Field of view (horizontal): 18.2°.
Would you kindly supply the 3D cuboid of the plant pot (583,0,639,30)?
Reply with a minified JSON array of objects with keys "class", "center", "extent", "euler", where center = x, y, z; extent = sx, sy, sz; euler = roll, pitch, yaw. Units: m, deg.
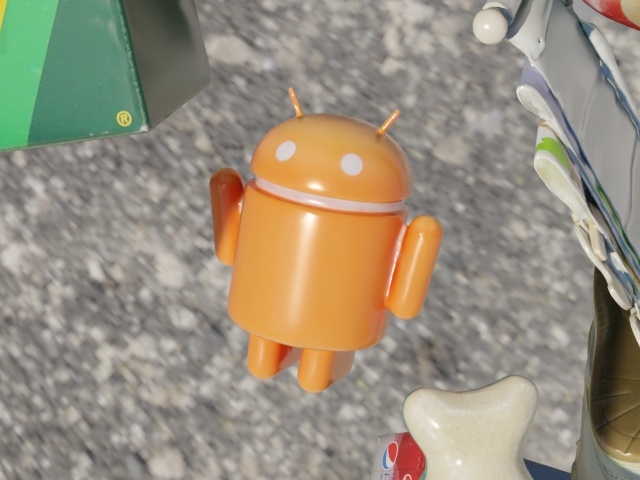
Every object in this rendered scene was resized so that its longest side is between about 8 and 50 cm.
[{"class":"plant pot","center":[0.154,-0.163,0.645],"extent":[0.191,0.191,0.174],"euler":[-1,79,-28]}]

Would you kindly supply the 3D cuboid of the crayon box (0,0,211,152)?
[{"class":"crayon box","center":[-0.266,-0.192,0.986],"extent":[0.362,0.106,0.313],"euler":[-7,107,19]}]

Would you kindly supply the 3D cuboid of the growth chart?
[{"class":"growth chart","center":[0.134,-0.027,0.922],"extent":[0.021,0.172,0.237],"euler":[-22,103,24]}]

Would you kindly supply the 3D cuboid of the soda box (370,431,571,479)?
[{"class":"soda box","center":[0.173,0.236,1.702],"extent":[0.263,0.092,0.083],"euler":[19,73,-23]}]

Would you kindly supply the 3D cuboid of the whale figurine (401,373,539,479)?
[{"class":"whale figurine","center":[0.114,0.230,1.512],"extent":[0.216,0.141,0.272],"euler":[-8,101,-11]}]

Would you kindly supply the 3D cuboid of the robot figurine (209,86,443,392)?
[{"class":"robot figurine","center":[-0.002,0.000,1.499],"extent":[0.128,0.158,0.219],"euler":[2,105,-31]}]

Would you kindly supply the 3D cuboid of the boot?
[{"class":"boot","center":[0.208,0.090,1.312],"extent":[0.077,0.213,0.165],"euler":[9,144,9]}]
